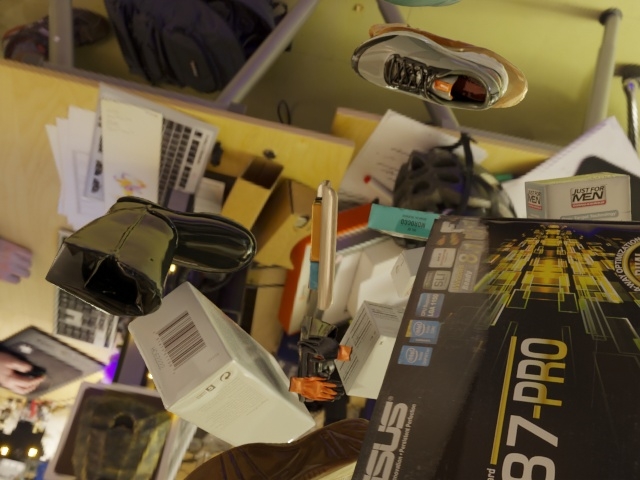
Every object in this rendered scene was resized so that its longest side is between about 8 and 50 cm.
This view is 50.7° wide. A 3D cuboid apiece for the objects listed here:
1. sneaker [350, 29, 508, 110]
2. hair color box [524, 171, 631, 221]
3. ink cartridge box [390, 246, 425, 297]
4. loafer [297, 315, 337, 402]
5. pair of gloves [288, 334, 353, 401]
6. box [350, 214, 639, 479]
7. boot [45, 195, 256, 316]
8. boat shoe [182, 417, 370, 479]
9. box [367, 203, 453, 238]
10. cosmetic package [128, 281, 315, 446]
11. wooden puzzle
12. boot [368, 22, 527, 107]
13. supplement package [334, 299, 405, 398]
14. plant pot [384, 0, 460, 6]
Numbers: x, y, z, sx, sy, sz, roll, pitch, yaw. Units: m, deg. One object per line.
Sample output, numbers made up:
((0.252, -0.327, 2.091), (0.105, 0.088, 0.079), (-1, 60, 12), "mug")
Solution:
((0.181, -0.286, 1.152), (0.272, 0.108, 0.100), (15, 125, 12), "sneaker")
((0.563, 0.049, 1.471), (0.185, 0.113, 0.374), (-7, 100, -4), "hair color box")
((0.332, 0.085, 2.003), (0.212, 0.093, 0.154), (-8, 152, -14), "ink cartridge box")
((-0.002, 0.267, 1.573), (0.095, 0.302, 0.109), (6, 113, -3), "loafer")
((0.000, 0.166, 0.881), (0.074, 0.083, 0.010), (10, 165, 13), "pair of gloves")
((0.228, 0.136, 0.639), (0.318, 0.395, 0.097), (2, 133, 25), "box")
((-0.322, 0.035, 1.422), (0.367, 0.445, 0.146), (13, 101, -7), "boot")
((-0.055, 0.390, 1.076), (0.341, 0.121, 0.110), (-10, 121, -19), "boat shoe")
((0.241, -0.032, 1.568), (0.244, 0.060, 0.100), (11, 177, 27), "box")
((-0.202, 0.303, 1.486), (0.161, 0.230, 0.453), (-37, 143, -1), "cosmetic package")
((0.000, 0.000, 1.280), (0.044, 0.238, 0.220), (2, 98, -3), "wooden puzzle")
((0.243, -0.358, 1.316), (0.295, 0.211, 0.104), (15, 117, -11), "boot")
((0.202, 0.298, 1.760), (0.262, 0.145, 0.204), (14, 117, -23), "supplement package")
((0.121, -0.519, 1.100), (0.196, 0.293, 0.293), (-23, 151, -30), "plant pot")
